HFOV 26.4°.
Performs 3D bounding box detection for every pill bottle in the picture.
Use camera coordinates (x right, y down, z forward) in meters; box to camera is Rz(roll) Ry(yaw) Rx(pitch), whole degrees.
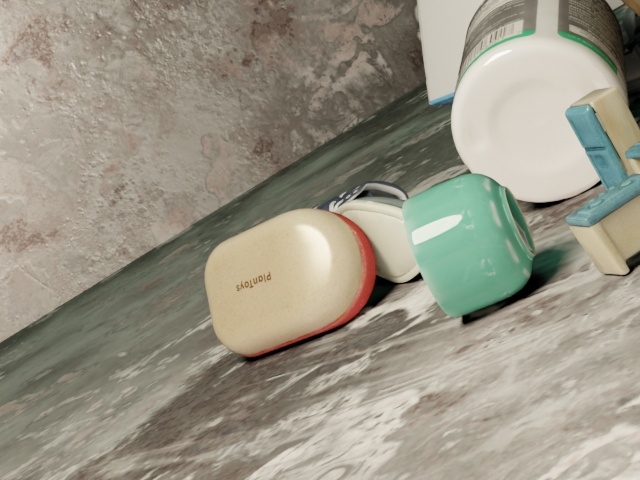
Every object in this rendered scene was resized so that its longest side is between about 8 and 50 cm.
[{"bbox_3d":[0.275,-0.211,1.689,0.204,0.204,0.361,-26,20,23],"label":"pill bottle"}]

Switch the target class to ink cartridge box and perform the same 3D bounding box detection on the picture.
[{"bbox_3d":[0.317,-0.321,2.068,0.270,0.197,0.198,-4,-4,-29],"label":"ink cartridge box"}]

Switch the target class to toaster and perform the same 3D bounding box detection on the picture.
[{"bbox_3d":[0.457,-0.279,1.914,0.227,0.129,0.146,-34,6,-31],"label":"toaster"}]

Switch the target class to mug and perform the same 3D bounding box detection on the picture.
[{"bbox_3d":[0.154,-0.004,1.345,0.097,0.129,0.158,-24,10,17],"label":"mug"}]

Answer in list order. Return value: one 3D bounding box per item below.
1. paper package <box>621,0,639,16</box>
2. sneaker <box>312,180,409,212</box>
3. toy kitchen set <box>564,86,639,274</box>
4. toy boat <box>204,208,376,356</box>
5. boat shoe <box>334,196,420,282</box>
[{"bbox_3d":[0.511,-0.372,1.567,0.325,0.168,0.309,-40,43,5],"label":"paper package"},{"bbox_3d":[0.000,0.000,1.908,0.282,0.099,0.153,-30,7,-21],"label":"sneaker"},{"bbox_3d":[0.272,-0.060,1.304,0.166,0.122,0.207,-32,9,-12],"label":"toy kitchen set"},{"bbox_3d":[-0.021,0.052,1.663,0.231,0.151,0.151,-23,-17,39],"label":"toy boat"},{"bbox_3d":[0.081,-0.014,1.687,0.099,0.116,0.319,-36,5,-19],"label":"boat shoe"}]
